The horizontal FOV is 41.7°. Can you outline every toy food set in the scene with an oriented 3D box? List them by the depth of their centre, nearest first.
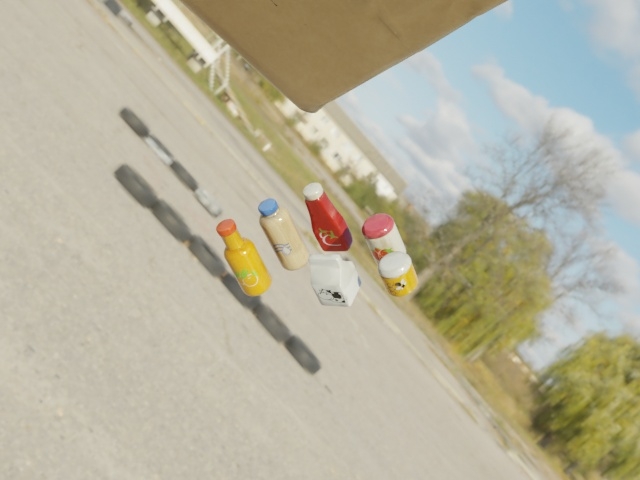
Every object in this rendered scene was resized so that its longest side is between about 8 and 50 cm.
[{"bbox_3d":[0.000,0.000,0.986,0.232,0.111,0.104,1,-46,32],"label":"toy food set"}]

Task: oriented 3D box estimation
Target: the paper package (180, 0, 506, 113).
[{"bbox_3d":[-0.006,-0.296,0.642,0.325,0.168,0.309,40,-33,-22],"label":"paper package"}]
